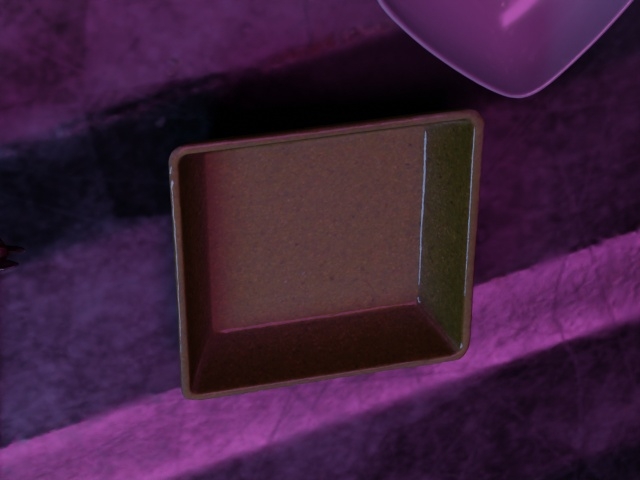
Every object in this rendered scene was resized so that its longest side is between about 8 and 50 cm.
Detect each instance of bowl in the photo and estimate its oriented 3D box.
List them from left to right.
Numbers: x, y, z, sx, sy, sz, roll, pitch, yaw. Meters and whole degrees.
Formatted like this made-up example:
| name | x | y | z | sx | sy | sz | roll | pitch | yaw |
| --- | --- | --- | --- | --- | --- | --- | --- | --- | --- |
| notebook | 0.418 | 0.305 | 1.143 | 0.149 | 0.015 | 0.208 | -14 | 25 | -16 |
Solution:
| name | x | y | z | sx | sy | sz | roll | pitch | yaw |
| --- | --- | --- | --- | --- | --- | --- | --- | --- | --- |
| bowl | 0.108 | -0.164 | 1.019 | 0.142 | 0.053 | 0.142 | 32 | 109 | -32 |

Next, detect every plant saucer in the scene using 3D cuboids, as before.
| name | x | y | z | sx | sy | sz | roll | pitch | yaw |
| --- | --- | --- | --- | --- | --- | --- | --- | --- | --- |
| plant saucer | 0.000 | 0.000 | 1.106 | 0.188 | 0.045 | 0.188 | -8 | 126 | -11 |

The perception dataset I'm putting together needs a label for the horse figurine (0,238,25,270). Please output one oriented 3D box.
| name | x | y | z | sx | sy | sz | roll | pitch | yaw |
| --- | --- | --- | --- | --- | --- | --- | --- | --- | --- |
| horse figurine | -0.317 | 0.020 | 0.994 | 0.263 | 0.066 | 0.174 | -38 | 110 | 7 |
